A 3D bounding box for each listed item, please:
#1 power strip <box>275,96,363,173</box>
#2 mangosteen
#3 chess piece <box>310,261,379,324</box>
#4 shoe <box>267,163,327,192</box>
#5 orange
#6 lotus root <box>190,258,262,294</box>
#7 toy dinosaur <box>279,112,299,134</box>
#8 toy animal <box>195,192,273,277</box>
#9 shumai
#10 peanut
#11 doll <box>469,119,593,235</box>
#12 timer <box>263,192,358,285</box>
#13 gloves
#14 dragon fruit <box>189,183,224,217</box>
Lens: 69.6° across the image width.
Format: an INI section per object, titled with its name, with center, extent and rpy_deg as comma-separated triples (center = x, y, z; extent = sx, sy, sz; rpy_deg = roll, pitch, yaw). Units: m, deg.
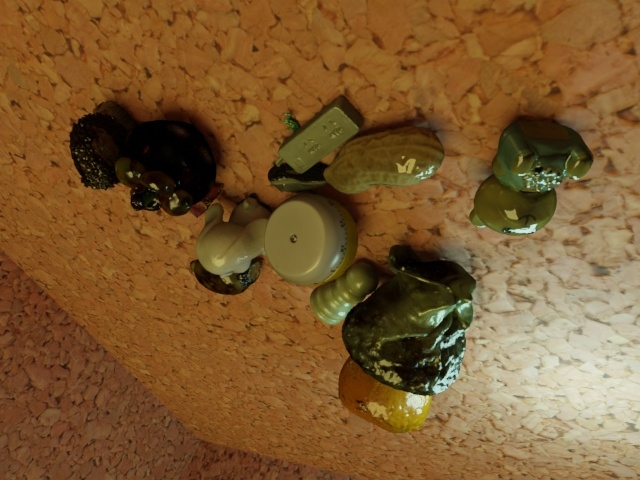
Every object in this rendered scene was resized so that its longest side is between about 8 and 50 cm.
[power strip]
center = -0.021, -0.253, 1.185
extent = 0.093, 0.053, 0.288
rpy_deg = 40, 134, -22
[mangosteen]
center = -0.446, -0.198, 1.308
extent = 0.233, 0.287, 0.287
rpy_deg = 18, 143, 45
[chess piece]
center = 0.088, 0.160, 1.508
extent = 0.144, 0.144, 0.251
rpy_deg = 36, 133, -10
[shoe]
center = -0.054, -0.169, 1.295
extent = 0.195, 0.074, 0.077
rpy_deg = 6, 146, 27
[orange]
center = 0.236, 0.512, 1.647
extent = 0.341, 0.293, 0.340
rpy_deg = 26, 166, 7
[lotus root]
center = -0.362, 0.119, 1.692
extent = 0.314, 0.141, 0.169
rpy_deg = 2, 129, 28
[toy dinosaur]
center = -0.067, -0.302, 1.196
extent = 0.083, 0.021, 0.062
rpy_deg = 15, 146, -9
[toy animal]
center = -0.245, -0.016, 1.417
extent = 0.249, 0.289, 0.174
rpy_deg = -4, 131, 4
[shumai]
center = 0.294, 0.205, 1.305
extent = 0.395, 0.395, 0.348
rpy_deg = 27, 118, 1
[peanut]
center = 0.142, -0.189, 1.115
extent = 0.325, 0.140, 0.153
rpy_deg = -9, 170, 44
[doll]
center = 0.439, -0.121, 1.000
extent = 0.177, 0.161, 0.260
rpy_deg = 1, 135, -2
[timer]
center = 0.000, 0.000, 1.336
extent = 0.285, 0.285, 0.285
rpy_deg = 15, 138, 14
[gloves]
center = -0.631, -0.266, 1.337
extent = 0.135, 0.312, 0.210
rpy_deg = -4, 123, 7
[dragon fruit]
center = -0.390, -0.145, 1.478
extent = 0.096, 0.102, 0.147
rpy_deg = 43, 142, -13
